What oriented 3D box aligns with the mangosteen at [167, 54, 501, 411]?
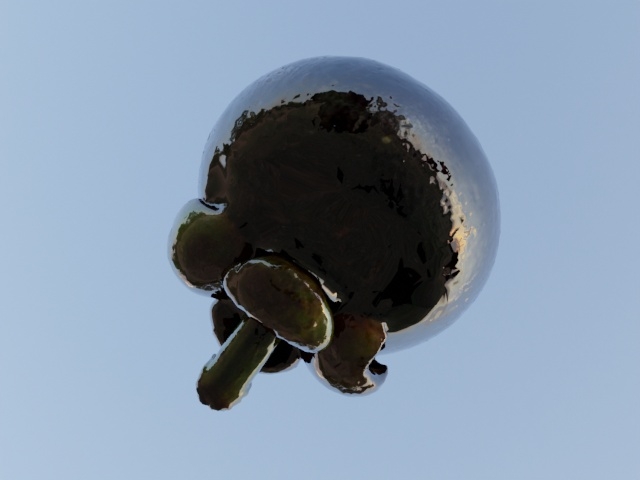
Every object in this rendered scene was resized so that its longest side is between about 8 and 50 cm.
[{"bbox_3d":[0.000,0.000,0.493,0.194,0.230,0.194,33,-27,19],"label":"mangosteen"}]
